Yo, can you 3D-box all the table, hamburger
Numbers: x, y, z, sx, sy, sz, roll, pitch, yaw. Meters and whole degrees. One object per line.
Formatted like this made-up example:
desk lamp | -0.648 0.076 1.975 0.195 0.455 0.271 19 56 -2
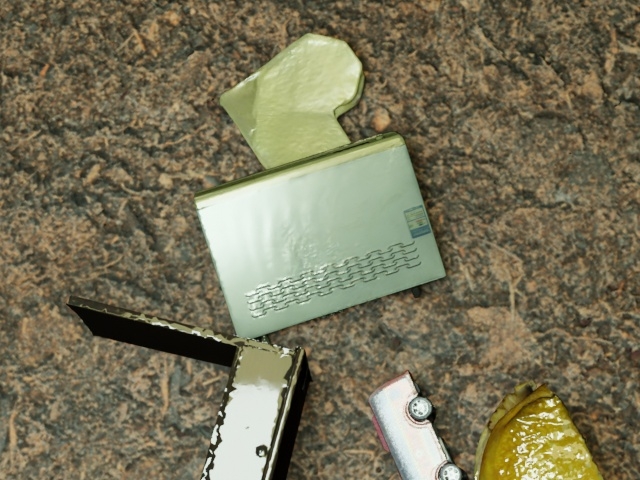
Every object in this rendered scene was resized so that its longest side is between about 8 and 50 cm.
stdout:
table | -0.177 0.227 1.840 0.282 0.196 0.251 14 77 6
hamburger | 0.260 0.307 1.831 0.156 0.144 0.283 -28 74 6

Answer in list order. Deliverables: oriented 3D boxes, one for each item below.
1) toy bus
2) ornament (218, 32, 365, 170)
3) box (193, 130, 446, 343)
toy bus | 0.120 0.253 1.889 0.077 0.065 0.192 -25 75 3
ornament | -0.042 -0.161 2.007 0.180 0.059 0.201 9 78 6
box | 0.000 0.000 1.944 0.270 0.045 0.211 -19 95 -2
